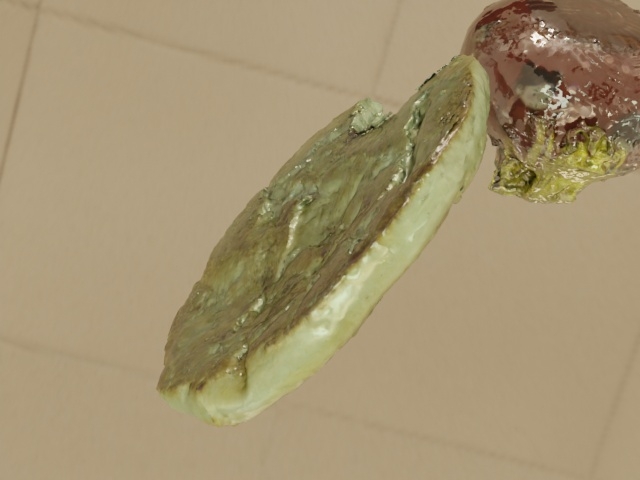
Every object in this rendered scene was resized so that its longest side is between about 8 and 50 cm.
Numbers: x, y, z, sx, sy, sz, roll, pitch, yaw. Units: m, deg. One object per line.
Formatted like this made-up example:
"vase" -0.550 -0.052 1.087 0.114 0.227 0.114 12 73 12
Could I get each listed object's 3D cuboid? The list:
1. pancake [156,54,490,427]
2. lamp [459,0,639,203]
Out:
"pancake" 0.000 0.000 0.977 0.037 0.253 0.253 40 102 -18
"lamp" 0.163 -0.095 1.193 0.157 0.156 0.135 -19 136 -41
